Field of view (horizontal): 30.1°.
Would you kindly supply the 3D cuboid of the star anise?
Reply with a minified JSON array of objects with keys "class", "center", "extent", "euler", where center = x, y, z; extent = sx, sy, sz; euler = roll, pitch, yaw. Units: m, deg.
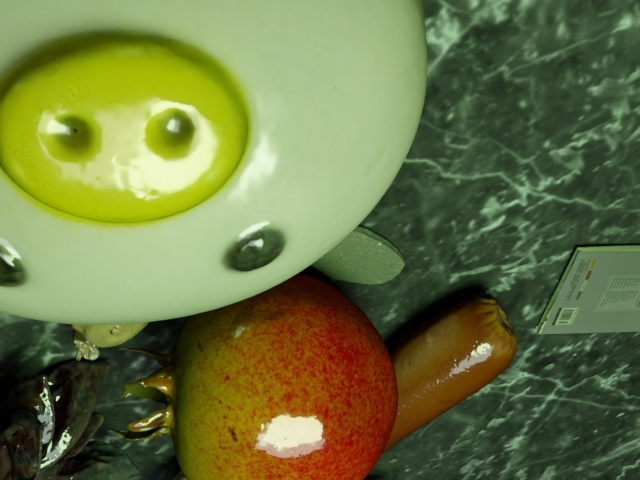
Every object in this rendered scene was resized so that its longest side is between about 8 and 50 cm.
[{"class":"star anise","center":[-0.292,0.199,1.129],"extent":[0.212,0.129,0.283],"euler":[-21,145,14]}]

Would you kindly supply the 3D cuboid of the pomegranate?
[{"class":"pomegranate","center":[-0.058,0.143,1.078],"extent":[0.257,0.221,0.221],"euler":[-2,135,-5]}]

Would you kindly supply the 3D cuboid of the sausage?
[{"class":"sausage","center":[0.077,0.160,1.221],"extent":[0.300,0.083,0.089],"euler":[-41,145,25]}]

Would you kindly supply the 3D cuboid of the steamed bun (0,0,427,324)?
[{"class":"steamed bun","center":[-0.121,-0.104,0.734],"extent":[0.374,0.334,0.334],"euler":[-2,135,-7]}]

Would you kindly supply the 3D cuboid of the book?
[{"class":"book","center":[0.326,0.052,1.236],"extent":[0.182,0.014,0.127],"euler":[-1,134,-16]}]

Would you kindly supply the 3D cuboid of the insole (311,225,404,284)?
[{"class":"insole","center":[0.000,0.000,1.088],"extent":[0.192,0.010,0.063],"euler":[26,121,-35]}]

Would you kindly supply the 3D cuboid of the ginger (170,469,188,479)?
[{"class":"ginger","center":[-0.041,0.282,1.310],"extent":[0.294,0.086,0.131],"euler":[7,137,-27]}]

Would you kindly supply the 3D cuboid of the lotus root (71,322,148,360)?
[{"class":"lotus root","center":[-0.179,0.055,1.054],"extent":[0.072,0.063,0.152],"euler":[17,125,-42]}]
